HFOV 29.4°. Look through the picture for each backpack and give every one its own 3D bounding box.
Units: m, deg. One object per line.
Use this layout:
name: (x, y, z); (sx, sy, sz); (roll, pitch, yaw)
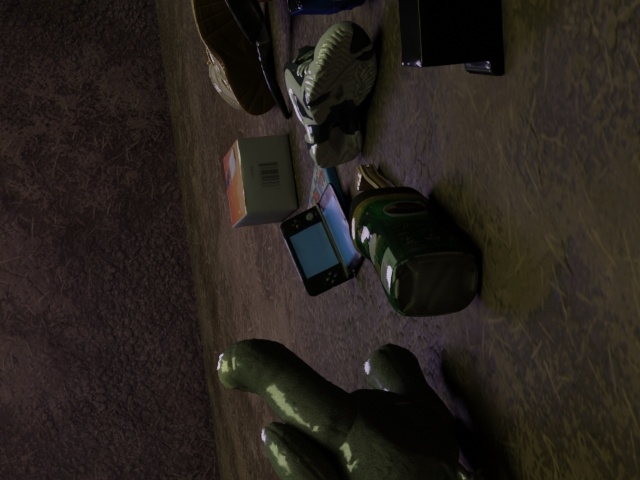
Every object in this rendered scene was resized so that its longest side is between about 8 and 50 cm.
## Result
backpack: (0.007, -0.335, 1.471); (0.098, 0.101, 0.120); (-161, 69, -73)

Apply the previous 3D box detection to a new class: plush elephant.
plush elephant: (0.040, 0.287, 1.288); (0.330, 0.271, 0.255); (41, 115, 37)

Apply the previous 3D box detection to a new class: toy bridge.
toy bridge: (0.082, -0.026, 1.476); (0.063, 0.026, 0.188); (99, 159, -47)

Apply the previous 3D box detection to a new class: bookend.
bookend: (0.078, -0.222, 1.106); (0.072, 0.156, 0.157); (-146, 49, -72)

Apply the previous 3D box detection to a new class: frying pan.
frying pan: (-0.111, -0.340, 1.892); (0.326, 0.053, 0.197); (63, -175, -6)

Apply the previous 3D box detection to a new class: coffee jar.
coffee jar: (0.093, 0.007, 1.292); (0.184, 0.096, 0.079); (-120, 29, -61)

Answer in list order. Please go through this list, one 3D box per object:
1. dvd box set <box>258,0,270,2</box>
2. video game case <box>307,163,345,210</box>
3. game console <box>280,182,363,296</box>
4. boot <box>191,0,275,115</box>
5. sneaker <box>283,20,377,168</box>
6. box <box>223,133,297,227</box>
dvd box set: (-0.120, -0.639, 1.944); (0.420, 0.062, 0.308); (98, 160, -50)
video game case: (0.007, -0.046, 1.810); (0.166, 0.015, 0.119); (101, 158, -53)
game console: (0.000, 0.000, 1.708); (0.122, 0.107, 0.071); (67, -170, 20)
boot: (-0.165, -0.347, 2.148); (0.262, 0.095, 0.203); (65, 173, -12)
sneaker: (0.002, -0.221, 1.560); (0.235, 0.094, 0.153); (84, 163, -55)
box: (-0.106, -0.099, 2.096); (0.170, 0.091, 0.130); (147, 115, -75)
